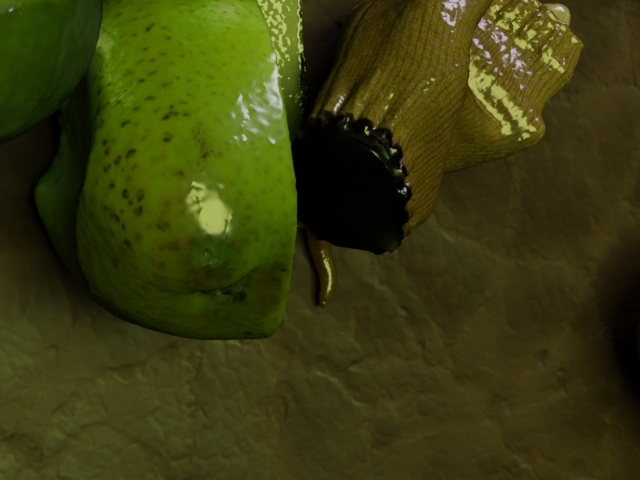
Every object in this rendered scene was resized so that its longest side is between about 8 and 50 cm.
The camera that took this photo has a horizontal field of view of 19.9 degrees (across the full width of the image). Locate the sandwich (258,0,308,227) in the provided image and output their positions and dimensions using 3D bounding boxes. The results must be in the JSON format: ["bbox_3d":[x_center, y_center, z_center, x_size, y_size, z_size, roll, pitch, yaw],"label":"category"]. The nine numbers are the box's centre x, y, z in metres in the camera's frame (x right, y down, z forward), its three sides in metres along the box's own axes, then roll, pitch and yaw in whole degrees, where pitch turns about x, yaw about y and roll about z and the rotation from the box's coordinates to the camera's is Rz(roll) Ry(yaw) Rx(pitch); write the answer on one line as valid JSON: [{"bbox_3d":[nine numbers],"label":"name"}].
[{"bbox_3d":[-0.117,-0.127,1.484,0.212,0.063,0.245,-3,91,-24],"label":"sandwich"}]

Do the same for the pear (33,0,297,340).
[{"bbox_3d":[-0.115,-0.033,1.342,0.159,0.292,0.292,-3,92,-18],"label":"pear"}]

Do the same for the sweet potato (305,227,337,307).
[{"bbox_3d":[0.000,0.000,1.562,0.026,0.026,0.115,-16,102,-27],"label":"sweet potato"}]

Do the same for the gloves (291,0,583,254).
[{"bbox_3d":[0.088,-0.137,1.527,0.356,0.155,0.203,-44,135,-38],"label":"gloves"}]

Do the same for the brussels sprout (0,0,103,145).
[{"bbox_3d":[-0.325,-0.203,1.247,0.371,0.315,0.276,21,110,10],"label":"brussels sprout"}]

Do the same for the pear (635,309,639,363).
[{"bbox_3d":[0.382,0.088,1.679,0.198,0.198,0.198,0,90,-28],"label":"pear"}]
